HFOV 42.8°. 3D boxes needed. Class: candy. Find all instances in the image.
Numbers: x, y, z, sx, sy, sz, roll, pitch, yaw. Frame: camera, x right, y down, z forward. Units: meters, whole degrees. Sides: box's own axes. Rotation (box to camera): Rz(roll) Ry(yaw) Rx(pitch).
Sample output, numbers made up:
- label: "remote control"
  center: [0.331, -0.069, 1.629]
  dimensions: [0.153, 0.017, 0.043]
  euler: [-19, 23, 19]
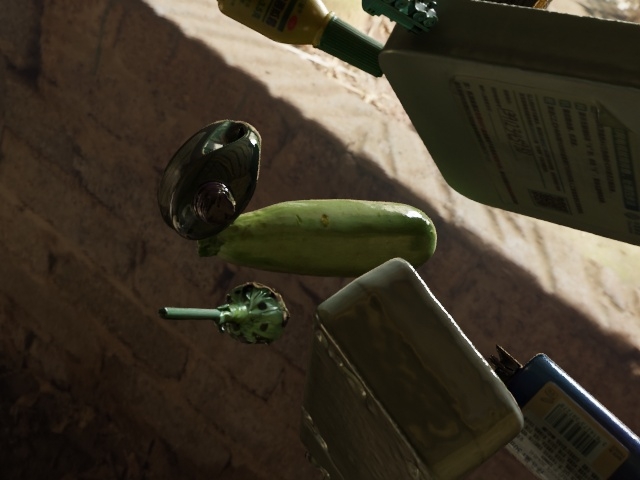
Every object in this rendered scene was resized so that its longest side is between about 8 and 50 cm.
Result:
- label: "candy"
  center: [-0.117, 0.092, 1.000]
  dimensions: [0.091, 0.083, 0.305]
  euler: [18, 0, 16]

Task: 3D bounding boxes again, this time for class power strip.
- label: "power strip"
  center: [0.032, 0.109, 0.450]
  dimensions: [0.053, 0.288, 0.093]
  euler: [-32, 71, -16]

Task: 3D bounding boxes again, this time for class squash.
- label: "squash"
  center: [-0.002, -0.003, 1.174]
  dimensions: [0.370, 0.118, 0.118]
  euler: [0, 43, -22]

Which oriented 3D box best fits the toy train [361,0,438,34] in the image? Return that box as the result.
- label: "toy train"
  center: [0.088, -0.251, 0.887]
  dimensions: [0.092, 0.045, 0.029]
  euler: [18, 54, -37]

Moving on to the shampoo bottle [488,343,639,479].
- label: "shampoo bottle"
  center: [0.211, 0.169, 0.722]
  dimensions: [0.183, 0.087, 0.050]
  euler: [43, 7, 23]

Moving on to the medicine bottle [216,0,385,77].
- label: "medicine bottle"
  center: [-0.018, -0.309, 1.156]
  dimensions: [0.260, 0.095, 0.064]
  euler: [28, 5, -2]

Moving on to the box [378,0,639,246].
- label: "box"
  center: [0.303, -0.130, 1.010]
  dimensions: [0.396, 0.111, 0.396]
  euler: [19, -14, 31]

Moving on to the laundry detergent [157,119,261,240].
- label: "laundry detergent"
  center: [-0.114, -0.065, 0.873]
  dimensions: [0.078, 0.144, 0.221]
  euler: [41, -1, -18]

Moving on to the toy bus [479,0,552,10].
- label: "toy bus"
  center: [0.252, -0.305, 1.070]
  dimensions: [0.069, 0.074, 0.162]
  euler: [33, 79, 26]
